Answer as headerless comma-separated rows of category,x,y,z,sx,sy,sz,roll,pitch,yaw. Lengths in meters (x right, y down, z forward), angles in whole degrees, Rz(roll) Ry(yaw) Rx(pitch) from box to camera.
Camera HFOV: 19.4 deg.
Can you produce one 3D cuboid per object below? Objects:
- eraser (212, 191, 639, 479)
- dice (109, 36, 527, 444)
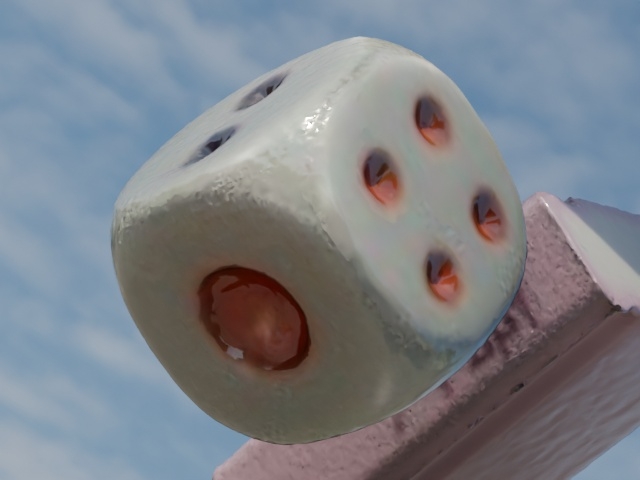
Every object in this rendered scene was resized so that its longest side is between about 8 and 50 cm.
eraser,0.125,0.126,1.443,0.359,0.272,0.122,-42,-117,24
dice,0.000,0.000,1.167,0.194,0.192,0.193,-21,-69,42
